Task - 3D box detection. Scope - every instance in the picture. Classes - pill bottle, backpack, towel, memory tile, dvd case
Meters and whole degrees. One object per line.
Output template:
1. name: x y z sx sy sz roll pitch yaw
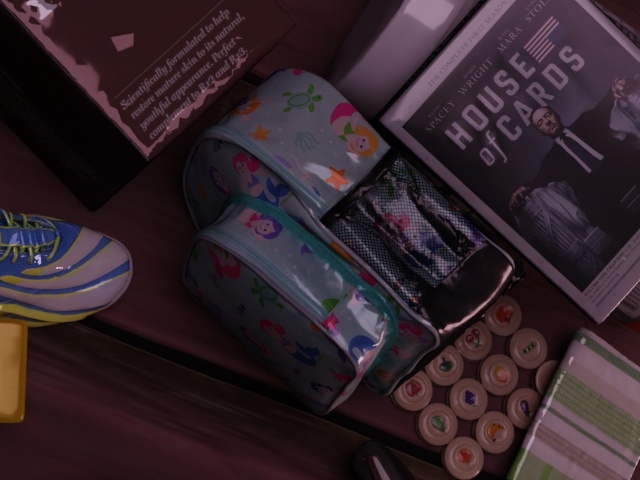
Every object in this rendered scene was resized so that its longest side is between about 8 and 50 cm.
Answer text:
1. pill bottle: 0.199 -0.094 1.483 0.363 0.210 0.210 34 71 -10
2. backpack: 0.000 0.000 1.390 0.191 0.225 0.253 -37 83 -21
3. towel: 0.231 0.167 1.539 0.113 0.023 0.152 35 73 -18
4. memory tile: 0.140 0.125 1.526 0.148 0.012 0.113 -37 93 -22
5. dvd case: 0.187 -0.079 1.363 0.238 0.029 0.179 42 91 -11

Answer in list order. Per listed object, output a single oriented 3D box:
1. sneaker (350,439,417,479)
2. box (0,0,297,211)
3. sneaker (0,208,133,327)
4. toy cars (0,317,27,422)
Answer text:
1. sneaker: 0.046 0.310 1.415 0.162 0.106 0.281 -28 69 6
2. box: -0.156 -0.151 1.375 0.167 0.203 0.168 48 70 -6
3. sneaker: -0.253 0.014 1.350 0.240 0.126 0.091 2 79 -18
4. toy cars: -0.394 0.159 1.299 0.393 0.087 0.176 -40 96 -18
